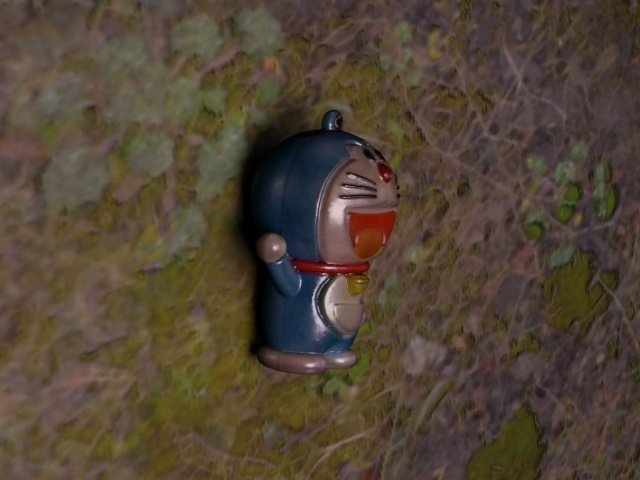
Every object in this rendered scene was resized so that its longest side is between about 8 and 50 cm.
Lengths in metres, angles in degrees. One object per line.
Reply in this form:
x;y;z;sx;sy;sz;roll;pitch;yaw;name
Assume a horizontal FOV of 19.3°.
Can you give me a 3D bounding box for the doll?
0.000;0.000;1.086;0.114;0.085;0.152;0;98;-59;doll
